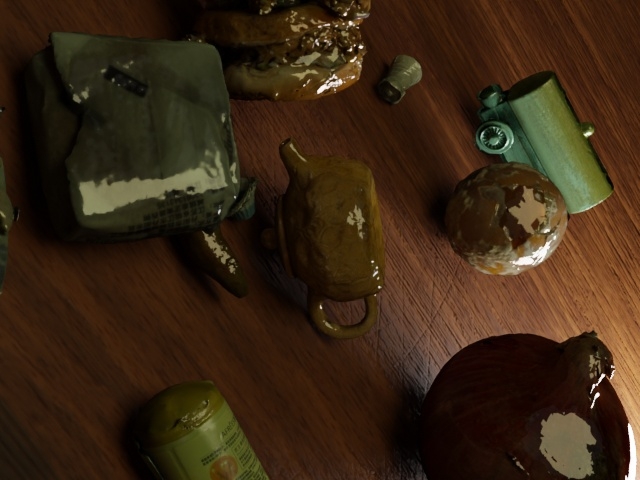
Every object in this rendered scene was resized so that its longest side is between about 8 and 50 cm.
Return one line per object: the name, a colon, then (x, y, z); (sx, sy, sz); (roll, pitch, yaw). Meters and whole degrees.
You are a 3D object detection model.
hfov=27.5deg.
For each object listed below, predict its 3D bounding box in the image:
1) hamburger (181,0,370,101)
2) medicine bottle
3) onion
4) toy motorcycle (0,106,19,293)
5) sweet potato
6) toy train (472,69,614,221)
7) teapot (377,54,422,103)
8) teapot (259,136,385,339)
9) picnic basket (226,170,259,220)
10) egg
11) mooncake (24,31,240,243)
hamburger: (-0.067, -0.299, 1.771); (0.260, 0.245, 0.211); (-8, 104, -30)
medicine bottle: (-0.129, 0.281, 1.560); (0.239, 0.124, 0.124); (61, 38, -13)
onion: (0.317, 0.306, 1.969); (0.353, 0.353, 0.354); (24, 58, -45)
toy motorcycle: (-0.416, -0.040, 1.290); (0.237, 0.168, 0.410); (29, 49, -50)
sweet potato: (-0.171, -0.041, 1.682); (0.274, 0.067, 0.067); (58, 39, -6)
toy train: (0.398, -0.155, 2.339); (0.307, 0.189, 0.126); (58, 37, -19)
teapot: (0.127, -0.260, 2.158); (0.083, 0.057, 0.067); (-50, 144, -42)
teapot: (0.000, 0.000, 1.816); (0.203, 0.167, 0.311); (-83, 164, -64)
picnic basket: (-0.114, -0.065, 1.762); (0.083, 0.065, 0.083); (-59, 138, -40)
egg: (0.313, -0.037, 2.181); (0.233, 0.195, 0.195); (-2, 77, -35)
mooncake: (-0.221, -0.117, 1.565); (0.254, 0.136, 0.250); (-1, 71, -27)
